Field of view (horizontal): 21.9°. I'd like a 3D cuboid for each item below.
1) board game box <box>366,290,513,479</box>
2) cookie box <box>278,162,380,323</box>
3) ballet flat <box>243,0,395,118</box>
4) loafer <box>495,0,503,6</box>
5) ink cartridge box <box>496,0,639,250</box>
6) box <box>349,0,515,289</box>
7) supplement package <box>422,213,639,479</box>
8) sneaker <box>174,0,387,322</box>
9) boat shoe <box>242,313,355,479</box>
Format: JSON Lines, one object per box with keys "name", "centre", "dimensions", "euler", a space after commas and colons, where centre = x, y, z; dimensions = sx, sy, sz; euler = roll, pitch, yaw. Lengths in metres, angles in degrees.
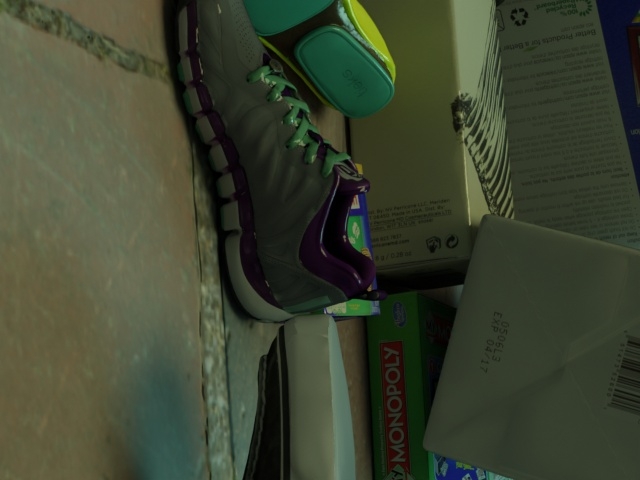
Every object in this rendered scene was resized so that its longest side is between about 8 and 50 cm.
{"name": "board game box", "centre": [0.124, 0.171, 1.318], "dimensions": [0.317, 0.046, 0.214], "euler": [24, 60, -62]}
{"name": "cookie box", "centre": [0.000, 0.000, 1.108], "dimensions": [0.092, 0.040, 0.107], "euler": [4, 78, -65]}
{"name": "ballet flat", "centre": [-0.015, -0.164, 1.111], "dimensions": [0.231, 0.077, 0.077], "euler": [48, 19, -55]}
{"name": "loafer", "centre": [0.109, -0.298, 1.362], "dimensions": [0.078, 0.080, 0.220], "euler": [-31, 103, -39]}
{"name": "ink cartridge box", "centre": [0.268, -0.090, 1.414], "dimensions": [0.072, 0.303, 0.307], "euler": [-46, 124, -60]}
{"name": "box", "centre": [0.082, -0.106, 1.261], "dimensions": [0.113, 0.094, 0.275], "euler": [18, 66, -63]}
{"name": "supplement package", "centre": [0.227, 0.097, 1.245], "dimensions": [0.293, 0.175, 0.177], "euler": [12, 92, -64]}
{"name": "sneaker", "centre": [-0.019, -0.063, 1.018], "dimensions": [0.083, 0.098, 0.224], "euler": [-35, 114, -64]}
{"name": "boat shoe", "centre": [-0.037, 0.191, 0.883], "dimensions": [0.113, 0.105, 0.306], "euler": [30, 61, -83]}
